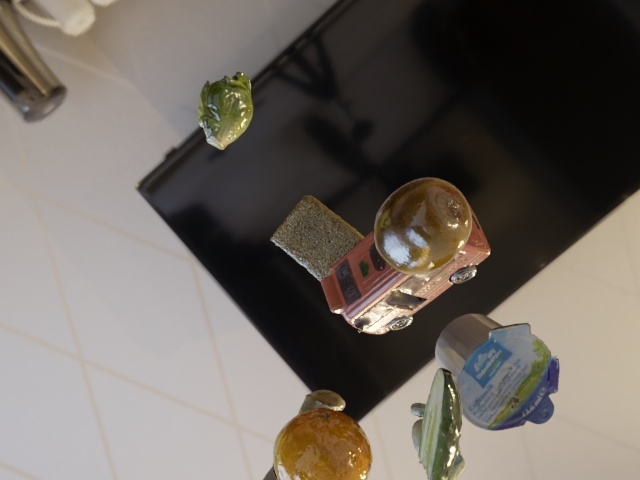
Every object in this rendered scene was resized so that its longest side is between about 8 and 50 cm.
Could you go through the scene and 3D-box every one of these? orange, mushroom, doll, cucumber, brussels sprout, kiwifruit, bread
[{"bbox_3d":[0.004,0.466,1.820,0.219,0.219,0.193,-42,144,-35],"label":"orange"},{"bbox_3d":[-0.049,0.529,2.131,0.329,0.159,0.122,-68,160,-12],"label":"mushroom"},{"bbox_3d":[0.268,0.467,1.945,0.103,0.214,0.072,-19,147,-4],"label":"doll"},{"bbox_3d":[0.127,0.185,0.855,0.067,0.035,0.108,-114,-148,-82],"label":"cucumber"},{"bbox_3d":[-0.230,-0.320,2.076,0.100,0.139,0.181,-10,-111,64],"label":"brussels sprout"},{"bbox_3d":[0.212,-0.027,1.810,0.196,0.196,0.234,-42,-176,-31],"label":"kiwifruit"},{"bbox_3d":[0.000,0.000,2.453,0.184,0.234,0.110,-50,173,1],"label":"bread"}]

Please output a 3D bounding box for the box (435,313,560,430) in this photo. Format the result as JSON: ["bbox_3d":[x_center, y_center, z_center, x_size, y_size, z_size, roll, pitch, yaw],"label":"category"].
[{"bbox_3d":[0.411,0.297,1.996,0.262,0.291,0.206,-53,-155,4],"label":"box"}]

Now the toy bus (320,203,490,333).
[{"bbox_3d":[0.213,0.065,2.194,0.233,0.203,0.427,14,135,-43],"label":"toy bus"}]
